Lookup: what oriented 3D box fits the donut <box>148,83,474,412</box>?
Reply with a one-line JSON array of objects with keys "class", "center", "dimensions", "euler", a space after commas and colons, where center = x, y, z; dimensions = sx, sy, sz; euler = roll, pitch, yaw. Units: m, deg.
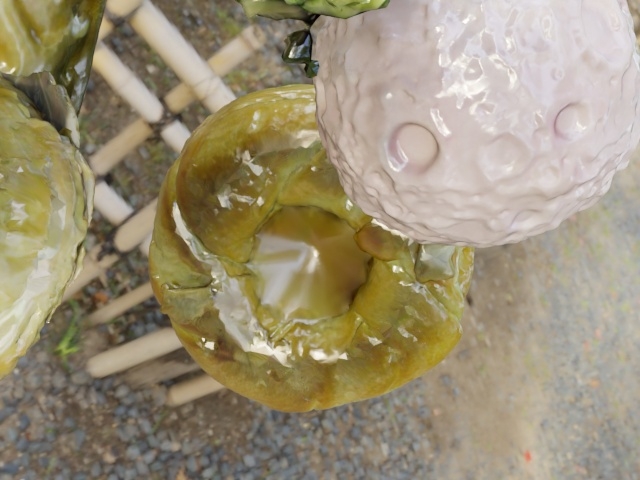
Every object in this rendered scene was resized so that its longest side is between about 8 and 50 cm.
[{"class": "donut", "center": [0.000, 0.000, 1.009], "dimensions": [0.360, 0.360, 0.170], "euler": [57, 17, -13]}]

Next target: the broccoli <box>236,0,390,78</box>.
[{"class": "broccoli", "center": [-0.054, -0.229, 0.475], "dimensions": [0.293, 0.281, 0.348], "euler": [53, 2, 0]}]

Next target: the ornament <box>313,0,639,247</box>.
[{"class": "ornament", "center": [0.119, -0.111, 0.754], "dimensions": [0.259, 0.259, 0.225], "euler": [-46, 131, -58]}]

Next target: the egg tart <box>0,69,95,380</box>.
[{"class": "egg tart", "center": [-0.230, -0.011, 0.487], "dimensions": [0.098, 0.232, 0.252], "euler": [67, 34, -51]}]

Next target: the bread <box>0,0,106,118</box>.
[{"class": "bread", "center": [-0.244, -0.065, 0.667], "dimensions": [0.130, 0.267, 0.152], "euler": [19, 17, -2]}]
